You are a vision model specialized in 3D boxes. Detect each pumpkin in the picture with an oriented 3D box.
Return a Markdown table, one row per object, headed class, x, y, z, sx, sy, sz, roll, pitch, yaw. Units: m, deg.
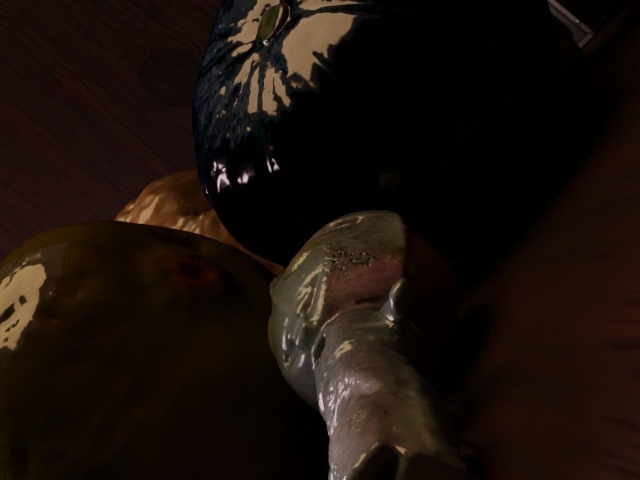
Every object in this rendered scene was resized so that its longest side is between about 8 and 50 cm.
| class | x | y | z | sx | sy | sz | roll | pitch | yaw |
| --- | --- | --- | --- | --- | --- | --- | --- | --- | --- |
| pumpkin | 0.042 | -0.138 | 0.759 | 0.363 | 0.266 | 0.363 | -22 | 59 | 42 |

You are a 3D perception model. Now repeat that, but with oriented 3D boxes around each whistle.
| class | x | y | z | sx | sy | sz | roll | pitch | yaw |
| --- | --- | --- | --- | --- | --- | --- | --- | --- | --- |
| whistle | 0.033 | 0.071 | 0.500 | 0.142 | 0.134 | 0.346 | -48 | 11 | 8 |

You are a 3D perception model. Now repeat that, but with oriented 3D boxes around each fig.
| class | x | y | z | sx | sy | sz | roll | pitch | yaw |
| --- | --- | --- | --- | --- | --- | --- | --- | --- | --- |
| fig | -0.164 | 0.156 | 0.709 | 0.343 | 0.343 | 0.343 | -51 | 1 | 2 |

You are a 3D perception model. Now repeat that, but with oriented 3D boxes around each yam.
| class | x | y | z | sx | sy | sz | roll | pitch | yaw |
| --- | --- | --- | --- | --- | --- | --- | --- | --- | --- |
| yam | 0.378 | -0.309 | 1.005 | 0.107 | 0.014 | 0.014 | -52 | 2 | -22 |

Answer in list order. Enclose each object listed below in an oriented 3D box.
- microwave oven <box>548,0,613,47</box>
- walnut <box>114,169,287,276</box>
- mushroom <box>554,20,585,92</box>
| class | x | y | z | sx | sy | sz | roll | pitch | yaw |
| --- | --- | --- | --- | --- | --- | --- | --- | --- | --- |
| microwave oven | 0.267 | -0.355 | 1.104 | 0.194 | 0.240 | 0.145 | -52 | 2 | -28 |
| walnut | -0.152 | 0.090 | 1.139 | 0.398 | 0.354 | 0.308 | -54 | -40 | 5 |
| mushroom | 0.144 | -0.097 | 0.950 | 0.397 | 0.126 | 0.177 | -51 | -10 | 13 |
